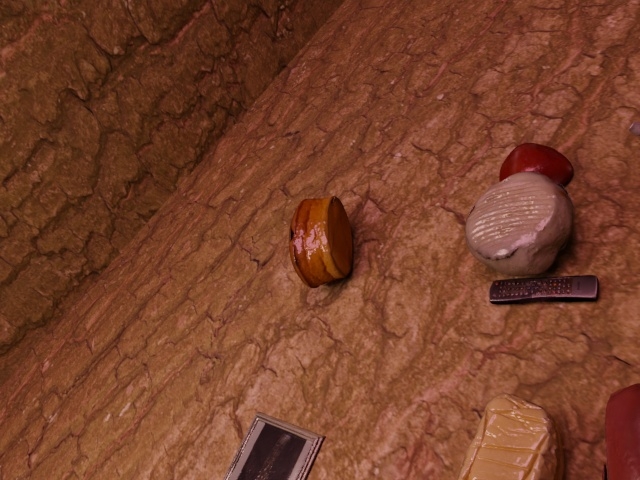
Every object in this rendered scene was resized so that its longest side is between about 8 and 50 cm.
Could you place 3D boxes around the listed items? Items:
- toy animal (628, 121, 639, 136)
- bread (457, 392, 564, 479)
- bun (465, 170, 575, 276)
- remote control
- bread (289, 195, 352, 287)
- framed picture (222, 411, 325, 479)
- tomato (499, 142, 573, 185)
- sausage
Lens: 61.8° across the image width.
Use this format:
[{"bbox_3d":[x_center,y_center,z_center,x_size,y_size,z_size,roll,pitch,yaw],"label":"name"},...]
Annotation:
[{"bbox_3d":[0.724,-0.249,1.143,0.071,0.085,0.124,36,86,36],"label":"toy animal"},{"bbox_3d":[0.307,0.376,0.860,0.140,0.106,0.236,3,55,46],"label":"bread"},{"bbox_3d":[0.427,-0.032,1.138,0.239,0.141,0.239,-30,37,26],"label":"bun"},{"bbox_3d":[0.446,0.101,1.080,0.212,0.028,0.059,-7,52,39],"label":"remote control"},{"bbox_3d":[0.000,0.000,1.460,0.142,0.195,0.270,-13,47,20],"label":"bread"},{"bbox_3d":[-0.137,0.539,1.183,0.231,0.018,0.293,1,53,43],"label":"framed picture"},{"bbox_3d":[0.491,-0.171,1.268,0.166,0.082,0.174,-38,38,7],"label":"tomato"},{"bbox_3d":[0.464,0.333,0.724,0.152,0.152,0.280,-11,47,36],"label":"sausage"}]
